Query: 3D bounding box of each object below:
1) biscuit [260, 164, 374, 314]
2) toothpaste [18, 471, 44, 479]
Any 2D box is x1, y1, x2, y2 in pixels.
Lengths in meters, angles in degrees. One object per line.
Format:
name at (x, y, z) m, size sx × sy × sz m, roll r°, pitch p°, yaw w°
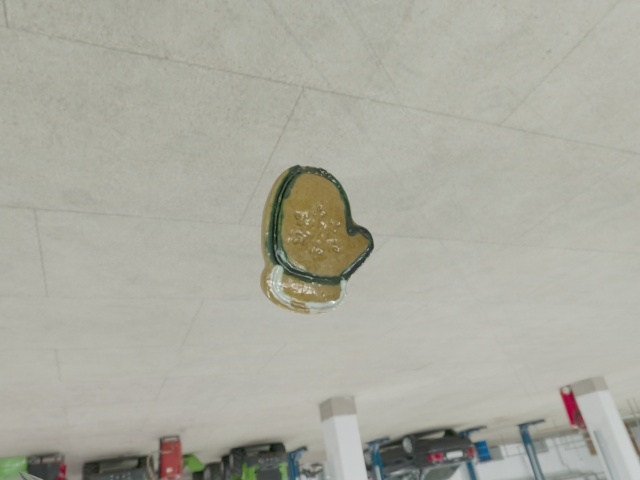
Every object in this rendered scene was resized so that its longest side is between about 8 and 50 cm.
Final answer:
biscuit at (0.001, 0.000, 1.105) m, size 0.288 × 0.343 × 0.057 m, roll 14°, pitch 162°, yaw -28°
toothpaste at (-0.554, 0.502, 0.980) m, size 0.197 × 0.034 × 0.057 m, roll -5°, pitch 129°, yaw 43°
